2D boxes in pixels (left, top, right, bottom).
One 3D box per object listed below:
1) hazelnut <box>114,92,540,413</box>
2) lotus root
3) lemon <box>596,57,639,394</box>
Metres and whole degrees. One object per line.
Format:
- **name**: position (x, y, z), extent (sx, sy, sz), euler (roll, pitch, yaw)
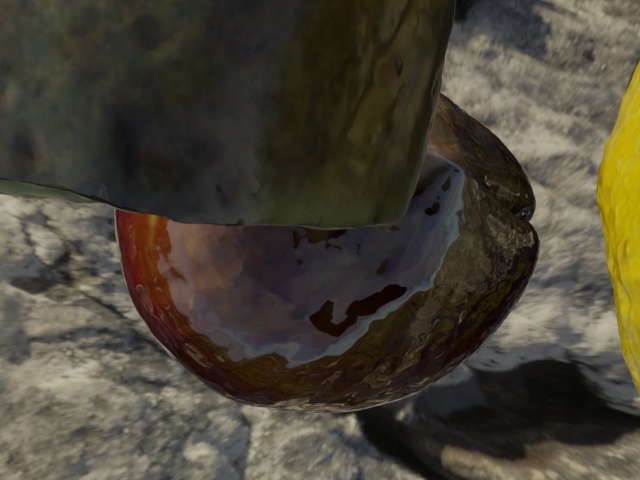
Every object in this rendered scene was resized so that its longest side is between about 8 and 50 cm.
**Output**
- **hazelnut**: position (0.000, 0.000, 1.244), extent (0.429, 0.402, 0.402), euler (25, 88, -32)
- **lotus root**: position (-0.054, -0.174, 0.532), extent (0.251, 0.250, 0.345), euler (4, 86, 5)
- **lemon**: position (0.233, -0.017, 0.417), extent (0.268, 0.268, 0.321), euler (15, 58, 6)
